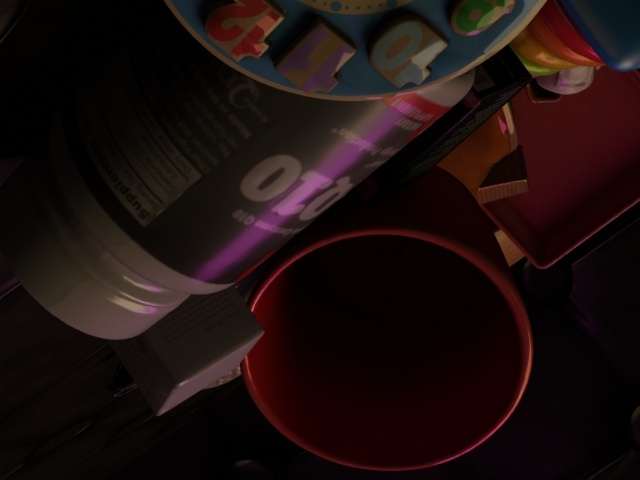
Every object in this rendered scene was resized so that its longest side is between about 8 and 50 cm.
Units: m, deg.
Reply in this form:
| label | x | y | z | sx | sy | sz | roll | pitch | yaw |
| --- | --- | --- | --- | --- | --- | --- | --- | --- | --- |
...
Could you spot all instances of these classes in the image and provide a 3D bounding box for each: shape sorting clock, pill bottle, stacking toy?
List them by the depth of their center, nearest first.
| label | x | y | z | sx | sy | sz | roll | pitch | yaw |
| --- | --- | --- | --- | --- | --- | --- | --- | --- | --- |
| shape sorting clock | 0.017 | -0.152 | 0.521 | 0.206 | 0.206 | 0.040 | -40 | -151 | 29 |
| pill bottle | -0.061 | -0.069 | 0.712 | 0.283 | 0.161 | 0.161 | -39 | 171 | 25 |
| stacking toy | 0.197 | -0.211 | 1.073 | 0.175 | 0.165 | 0.302 | -41 | -170 | -29 |

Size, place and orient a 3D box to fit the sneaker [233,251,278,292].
| label | x | y | z | sx | sy | sz | roll | pitch | yaw |
| --- | --- | --- | --- | --- | --- | --- | --- | --- | --- |
| sneaker | -0.103 | 0.022 | 1.272 | 0.286 | 0.109 | 0.130 | -38 | 177 | 34 |

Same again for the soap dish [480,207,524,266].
| label | x | y | z | sx | sy | sz | roll | pitch | yaw |
| --- | --- | --- | --- | --- | --- | --- | --- | --- | --- |
| soap dish | 0.203 | -0.067 | 1.589 | 0.291 | 0.229 | 0.118 | -35 | 155 | -1 |

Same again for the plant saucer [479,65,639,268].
| label | x | y | z | sx | sy | sz | roll | pitch | yaw |
| --- | --- | --- | --- | --- | --- | --- | --- | --- | --- |
| plant saucer | 0.287 | -0.134 | 1.426 | 0.259 | 0.258 | 0.048 | -40 | -174 | 29 |

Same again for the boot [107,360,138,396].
| label | x | y | z | sx | sy | sz | roll | pitch | yaw |
| --- | --- | --- | --- | --- | --- | --- | --- | --- | --- |
| boot | -0.164 | 0.131 | 1.671 | 0.263 | 0.091 | 0.229 | -50 | 156 | 12 |

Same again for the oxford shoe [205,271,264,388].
| label | x | y | z | sx | sy | sz | roll | pitch | yaw |
| --- | --- | --- | --- | --- | --- | --- | --- | --- | --- |
| oxford shoe | -0.044 | 0.030 | 1.413 | 0.449 | 0.130 | 0.169 | -36 | 144 | 28 |

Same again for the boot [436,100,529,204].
| label | x | y | z | sx | sy | sz | roll | pitch | yaw |
| --- | --- | --- | --- | --- | --- | --- | --- | --- | --- |
| boot | 0.121 | -0.119 | 1.339 | 0.211 | 0.104 | 0.295 | -10 | 145 | 11 |

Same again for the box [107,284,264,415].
| label | x | y | z | sx | sy | sz | roll | pitch | yaw |
| --- | --- | --- | --- | --- | --- | --- | --- | --- | --- |
| box | -0.143 | 0.050 | 1.018 | 0.091 | 0.170 | 0.130 | -31 | 172 | -24 |

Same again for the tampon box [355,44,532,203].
| label | x | y | z | sx | sy | sz | roll | pitch | yaw |
| --- | --- | --- | --- | --- | --- | --- | --- | --- | --- |
| tampon box | 0.081 | -0.133 | 1.035 | 0.101 | 0.120 | 0.161 | -26 | 167 | -49 |

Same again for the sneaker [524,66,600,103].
| label | x | y | z | sx | sy | sz | roll | pitch | yaw |
| --- | --- | --- | --- | --- | --- | --- | --- | --- | --- |
| sneaker | 0.279 | -0.226 | 1.204 | 0.106 | 0.123 | 0.290 | -1 | 165 | -7 |

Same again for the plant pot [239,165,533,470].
| label | x | y | z | sx | sy | sz | roll | pitch | yaw |
| --- | --- | --- | --- | --- | --- | --- | --- | --- | --- |
| plant pot | 0.069 | 0.050 | 1.161 | 0.275 | 0.275 | 0.243 | -39 | -163 | 23 |
